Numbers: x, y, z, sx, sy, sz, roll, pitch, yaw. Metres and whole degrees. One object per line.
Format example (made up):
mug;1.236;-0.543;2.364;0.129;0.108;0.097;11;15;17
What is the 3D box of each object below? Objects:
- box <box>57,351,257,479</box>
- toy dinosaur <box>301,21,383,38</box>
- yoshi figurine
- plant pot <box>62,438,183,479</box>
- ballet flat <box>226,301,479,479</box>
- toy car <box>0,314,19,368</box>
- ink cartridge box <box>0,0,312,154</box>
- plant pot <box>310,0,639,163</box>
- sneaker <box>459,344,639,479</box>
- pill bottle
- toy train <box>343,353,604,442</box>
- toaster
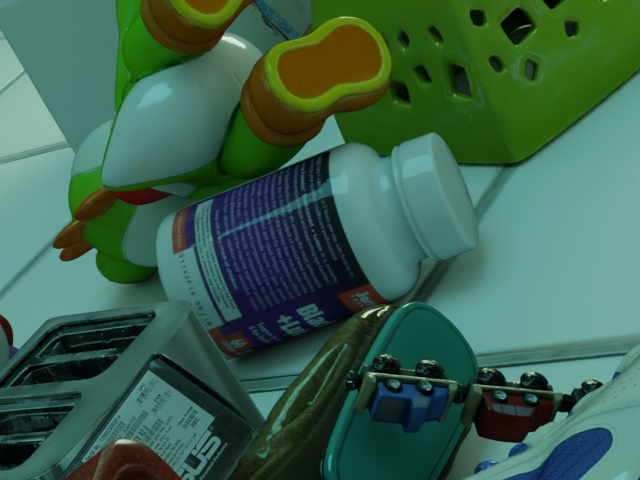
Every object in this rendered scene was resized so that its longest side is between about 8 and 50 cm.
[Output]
box;-0.121;0.163;0.692;0.231;0.056;0.183;-54;1;-11
toy dinosaur;0.019;-0.217;1.532;0.112;0.064;0.211;-9;29;41
yoshi figurine;-0.076;-0.090;1.153;0.362;0.203;0.203;135;139;-56
plant pot;-0.078;0.262;0.376;0.236;0.267;0.267;-32;20;21
ballet flat;-0.022;0.152;0.742;0.124;0.116;0.342;-37;13;35
toy car;-0.264;0.095;1.091;0.159;0.136;0.182;-55;44;17
ink cartridge box;-0.141;-0.232;1.569;0.198;0.197;0.270;-10;29;39
plant pot;0.117;-0.207;1.212;0.228;0.207;0.227;-38;24;-25
sneaker;0.101;0.113;0.637;0.182;0.127;0.315;-7;32;37
pill bottle;0.000;0.000;1.023;0.193;0.108;0.108;-21;23;17
toy train;0.088;0.081;0.750;0.158;0.027;0.036;8;40;-13
toaster;-0.135;0.129;0.895;0.185;0.110;0.168;-8;30;39
